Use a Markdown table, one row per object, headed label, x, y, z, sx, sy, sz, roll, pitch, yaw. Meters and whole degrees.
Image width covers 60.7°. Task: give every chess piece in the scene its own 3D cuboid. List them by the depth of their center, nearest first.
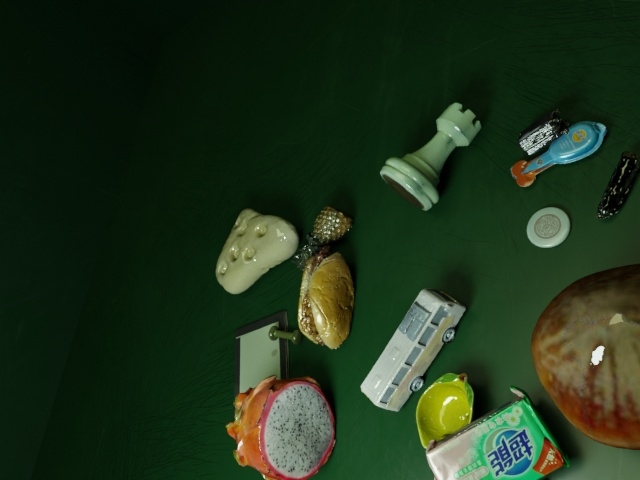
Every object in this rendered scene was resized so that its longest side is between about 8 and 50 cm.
| label | x | y | z | sx | sy | sz | roll | pitch | yaw |
| --- | --- | --- | --- | --- | --- | --- | --- | --- | --- |
| chess piece | 0.340 | -0.257 | 1.626 | 0.299 | 0.194 | 0.194 | -50 | 44 | 0 |

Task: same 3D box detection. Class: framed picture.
| label | x | y | z | sx | sy | sz | roll | pitch | yaw |
| --- | --- | --- | --- | --- | --- | --- | --- | --- | --- |
| framed picture | -0.208 | 0.439 | 1.898 | 0.264 | 0.016 | 0.347 | -26 | 53 | 32 |

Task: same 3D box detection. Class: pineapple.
| label | x | y | z | sx | sy | sz | roll | pitch | yaw |
| --- | --- | --- | --- | --- | --- | --- | --- | --- | --- |
| pineapple | 0.000 | 0.000 | 1.853 | 0.251 | 0.125 | 0.125 | -52 | 44 | 9 |

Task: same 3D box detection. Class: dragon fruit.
| label | x | y | z | sx | sy | sz | roll | pitch | yaw |
| --- | --- | --- | --- | --- | --- | --- | --- | --- | --- |
| dragon fruit | -0.131 | 0.540 | 1.591 | 0.225 | 0.305 | 0.306 | -17 | 58 | 46 |

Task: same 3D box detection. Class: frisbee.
| label | x | y | z | sx | sy | sz | roll | pitch | yaw |
| --- | --- | --- | --- | --- | --- | --- | --- | --- | --- |
| frisbee | 0.580 | -0.034 | 1.394 | 0.110 | 0.014 | 0.110 | -20 | 57 | 35 |

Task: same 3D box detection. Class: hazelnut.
| label | x | y | z | sx | sy | sz | roll | pitch | yaw |
| --- | --- | --- | --- | --- | --- | --- | --- | --- | --- |
| hazelnut | 0.610 | 0.215 | 1.027 | 0.409 | 0.359 | 0.360 | -25 | 54 | 44 |

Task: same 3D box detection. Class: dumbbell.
| label | x | y | z | sx | sy | sz | roll | pitch | yaw |
| --- | --- | --- | --- | --- | --- | --- | --- | --- | --- |
| dumbbell | -0.118 | 0.317 | 1.835 | 0.117 | 0.046 | 0.052 | 2 | 61 | 30 |

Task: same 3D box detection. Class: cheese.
| label | x | y | z | sx | sy | sz | roll | pitch | yaw |
| --- | --- | --- | --- | --- | --- | --- | --- | --- | --- |
| cheese | 0.623 | -0.229 | 1.437 | 0.256 | 0.037 | 0.106 | -33 | 48 | 29 |
| cheese | -0.243 | 0.059 | 2.038 | 0.350 | 0.129 | 0.329 | 18 | 81 | 48 |

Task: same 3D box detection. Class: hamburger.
| label | x | y | z | sx | sy | sz | roll | pitch | yaw |
| --- | --- | --- | --- | --- | --- | --- | --- | --- | --- |
| hamburger | 0.009 | 0.187 | 1.717 | 0.155 | 0.245 | 0.283 | -10 | 107 | 35 |

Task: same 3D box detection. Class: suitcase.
| label | x | y | z | sx | sy | sz | roll | pitch | yaw |
| --- | --- | --- | --- | --- | --- | --- | --- | --- | --- |
| suitcase | 0.589 | -0.284 | 1.451 | 0.126 | 0.059 | 0.086 | -36 | 11 | 40 |

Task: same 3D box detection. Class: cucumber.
| label | x | y | z | sx | sy | sz | roll | pitch | yaw |
| --- | --- | --- | --- | --- | --- | --- | --- | --- | --- |
| cucumber | 0.707 | -0.131 | 1.300 | 0.053 | 0.053 | 0.182 | 29 | 93 | 47 |

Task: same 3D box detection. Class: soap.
| label | x | y | z | sx | sy | sz | roll | pitch | yaw |
| --- | --- | --- | --- | --- | --- | --- | --- | --- | --- |
| soap | 0.386 | 0.479 | 1.211 | 0.273 | 0.098 | 0.218 | -35 | 77 | 13 |

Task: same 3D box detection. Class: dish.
| label | x | y | z | sx | sy | sz | roll | pitch | yaw |
| --- | --- | --- | --- | --- | --- | --- | --- | --- | --- |
| dish | 0.325 | 0.426 | 1.356 | 0.148 | 0.080 | 0.208 | 35 | 97 | 46 |

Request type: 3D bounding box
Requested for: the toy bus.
| label | x | y | z | sx | sy | sz | roll | pitch | yaw |
| --- | --- | --- | --- | --- | --- | --- | --- | --- | --- |
| toy bus | 0.245 | 0.288 | 1.458 | 0.097 | 0.138 | 0.343 | 37 | 99 | 49 |
